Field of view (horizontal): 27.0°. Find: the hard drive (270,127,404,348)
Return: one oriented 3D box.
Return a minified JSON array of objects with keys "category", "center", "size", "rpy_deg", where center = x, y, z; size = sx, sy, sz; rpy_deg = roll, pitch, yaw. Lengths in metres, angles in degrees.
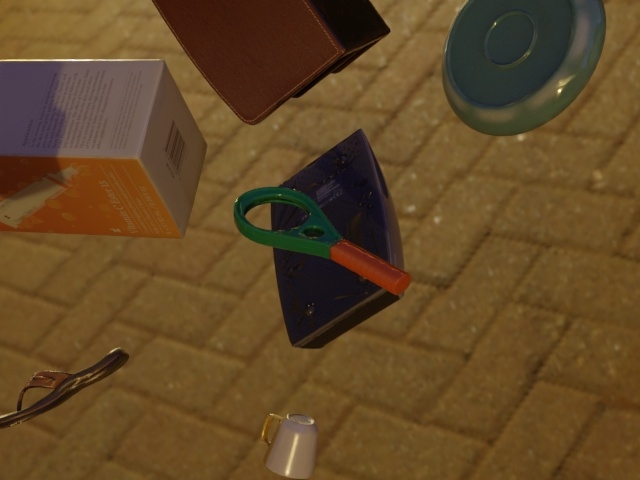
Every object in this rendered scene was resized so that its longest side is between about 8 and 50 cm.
[{"category":"hard drive","center":[0.021,0.001,1.615],"size":[0.172,0.054,0.254],"rpy_deg":[-34,43,25]}]

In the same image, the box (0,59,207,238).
[{"category":"box","center":[-0.367,-0.131,1.905],"size":[0.345,0.215,0.168],"rpy_deg":[2,61,16]}]

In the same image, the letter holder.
[{"category":"letter holder","center":[-0.091,-0.341,1.858],"size":[0.214,0.302,0.152],"rpy_deg":[-35,0,33]}]

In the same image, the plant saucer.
[{"category":"plant saucer","center":[0.324,-0.330,2.225],"size":[0.318,0.044,0.317],"rpy_deg":[-16,65,36]}]

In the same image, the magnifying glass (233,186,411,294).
[{"category":"magnifying glass","center":[0.000,0.000,1.452],"size":[0.231,0.026,0.092],"rpy_deg":[27,42,33]}]

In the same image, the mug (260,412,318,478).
[{"category":"mug","center":[-0.038,0.239,1.586],"size":[0.078,0.064,0.062],"rpy_deg":[17,14,10]}]

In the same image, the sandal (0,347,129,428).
[{"category":"sandal","center":[-0.385,0.208,1.950],"size":[0.219,0.060,0.090],"rpy_deg":[-31,-2,0]}]
